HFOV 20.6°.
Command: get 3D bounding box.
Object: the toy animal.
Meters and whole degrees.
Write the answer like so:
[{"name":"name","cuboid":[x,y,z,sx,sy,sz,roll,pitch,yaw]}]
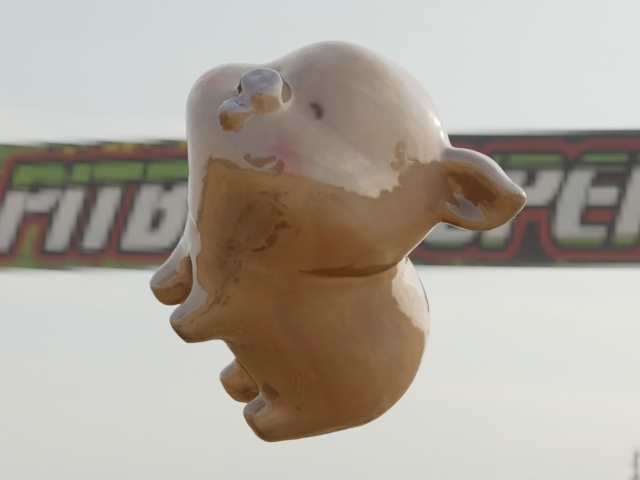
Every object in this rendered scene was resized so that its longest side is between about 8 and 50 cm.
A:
[{"name":"toy animal","cuboid":[0.000,0.000,1.371,0.237,0.269,0.326,45,-13,48]}]
